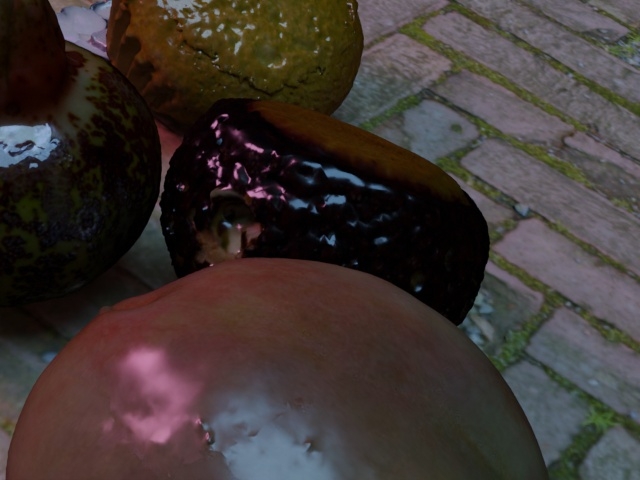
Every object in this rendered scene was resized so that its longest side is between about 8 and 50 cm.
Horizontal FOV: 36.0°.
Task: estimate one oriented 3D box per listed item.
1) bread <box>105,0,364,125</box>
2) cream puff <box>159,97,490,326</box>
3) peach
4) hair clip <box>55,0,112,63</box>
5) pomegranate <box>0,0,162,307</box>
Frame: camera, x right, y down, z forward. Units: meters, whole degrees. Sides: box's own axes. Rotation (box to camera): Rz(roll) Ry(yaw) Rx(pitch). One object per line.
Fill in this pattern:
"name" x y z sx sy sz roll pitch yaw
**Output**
"bread" -0.076 -0.191 0.881 0.240 0.139 0.239 12 66 -27
"cream puff" 0.000 0.000 0.698 0.239 0.164 0.239 23 13 -5
"peach" -0.015 0.146 0.500 0.292 0.247 0.292 10 73 -37
"hair clip" -0.180 -0.210 0.947 0.116 0.049 0.172 29 48 15
"pomegranate" -0.206 -0.077 0.655 0.214 0.247 0.214 11 44 -11
